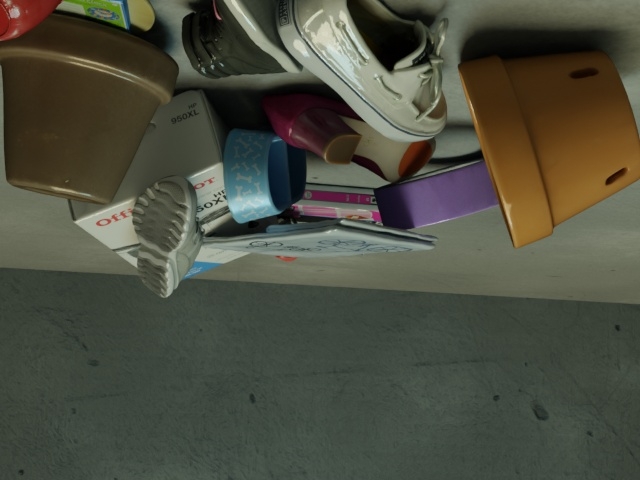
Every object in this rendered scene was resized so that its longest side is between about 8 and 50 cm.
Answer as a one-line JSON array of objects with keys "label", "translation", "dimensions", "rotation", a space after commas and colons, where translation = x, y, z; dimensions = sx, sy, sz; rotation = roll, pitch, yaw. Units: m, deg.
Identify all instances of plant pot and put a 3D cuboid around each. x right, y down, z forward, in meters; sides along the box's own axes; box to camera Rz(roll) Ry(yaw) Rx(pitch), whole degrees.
[{"label": "plant pot", "translation": [0.343, -0.153, 1.209], "dimensions": [0.204, 0.290, 0.291], "rotation": [-17, 164, 11]}, {"label": "plant pot", "translation": [-0.357, -0.177, 1.189], "dimensions": [0.263, 0.229, 0.263], "rotation": [11, 177, 1]}]

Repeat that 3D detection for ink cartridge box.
[{"label": "ink cartridge box", "translation": [0.082, -0.083, 2.025], "dimensions": [0.371, 0.069, 0.176], "rotation": [2, 168, -8]}, {"label": "ink cartridge box", "translation": [-0.270, -0.082, 1.555], "dimensions": [0.286, 0.166, 0.395], "rotation": [-22, 157, 5]}]

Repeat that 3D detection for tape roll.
[{"label": "tape roll", "translation": [0.248, -0.096, 1.616], "dimensions": [0.275, 0.090, 0.275], "rotation": [-16, -176, 1]}]

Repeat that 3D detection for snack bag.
[{"label": "snack bag", "translation": [0.000, 0.000, 1.564], "dimensions": [0.343, 0.037, 0.323], "rotation": [-6, 171, 39]}]

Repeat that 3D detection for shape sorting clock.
[{"label": "shape sorting clock", "translation": [-0.318, -0.319, 1.062], "dimensions": [0.206, 0.040, 0.206], "rotation": [10, 173, 1]}]

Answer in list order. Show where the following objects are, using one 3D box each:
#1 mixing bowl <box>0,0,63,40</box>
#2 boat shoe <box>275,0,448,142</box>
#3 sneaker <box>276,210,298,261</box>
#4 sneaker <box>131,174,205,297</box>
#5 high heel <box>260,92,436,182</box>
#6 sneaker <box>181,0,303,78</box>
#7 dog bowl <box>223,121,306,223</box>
[{"label": "mixing bowl", "translation": [-0.385, -0.296, 0.933], "dimensions": [0.182, 0.098, 0.181], "rotation": [4, 149, 3]}, {"label": "boat shoe", "translation": [0.112, -0.252, 1.122], "dimensions": [0.157, 0.135, 0.367], "rotation": [-11, 153, 36]}, {"label": "sneaker", "translation": [-0.141, -0.052, 1.942], "dimensions": [0.276, 0.097, 0.135], "rotation": [37, 166, -13]}, {"label": "sneaker", "translation": [-0.253, -0.025, 1.404], "dimensions": [0.105, 0.115, 0.281], "rotation": [36, 142, 9]}, {"label": "high heel", "translation": [0.065, -0.205, 1.488], "dimensions": [0.181, 0.127, 0.377], "rotation": [40, -160, 30]}, {"label": "sneaker", "translation": [-0.127, -0.279, 1.055], "dimensions": [0.147, 0.104, 0.296], "rotation": [-6, 170, 13]}, {"label": "dog bowl", "translation": [-0.091, -0.127, 1.469], "dimensions": [0.074, 0.165, 0.297], "rotation": [-1, -168, 14]}]
